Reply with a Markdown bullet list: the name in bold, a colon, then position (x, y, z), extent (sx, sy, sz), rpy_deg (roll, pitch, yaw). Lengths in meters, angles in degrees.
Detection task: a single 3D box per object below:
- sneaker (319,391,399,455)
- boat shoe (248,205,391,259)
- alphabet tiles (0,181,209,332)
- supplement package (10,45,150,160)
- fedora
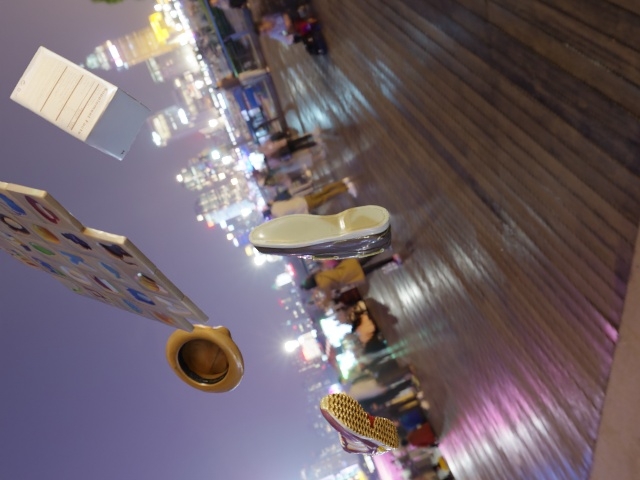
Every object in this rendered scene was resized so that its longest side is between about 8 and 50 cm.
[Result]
- **sneaker**: position (0.050, 0.325, 1.043), extent (0.185, 0.084, 0.069), rpy_deg (38, -148, -29)
- **boat shoe**: position (0.000, 0.000, 0.982), extent (0.081, 0.228, 0.068), rpy_deg (-86, -14, -49)
- **alphabet tiles**: position (-0.300, 0.015, 0.714), extent (0.343, 0.011, 0.285), rpy_deg (12, 152, 29)
- **supplement package**: position (-0.401, -0.229, 1.025), extent (0.179, 0.105, 0.105), rpy_deg (30, 179, 17)
- **fedora**: position (-0.243, 0.245, 1.337), extent (0.079, 0.194, 0.194), rpy_deg (-62, -44, -56)
